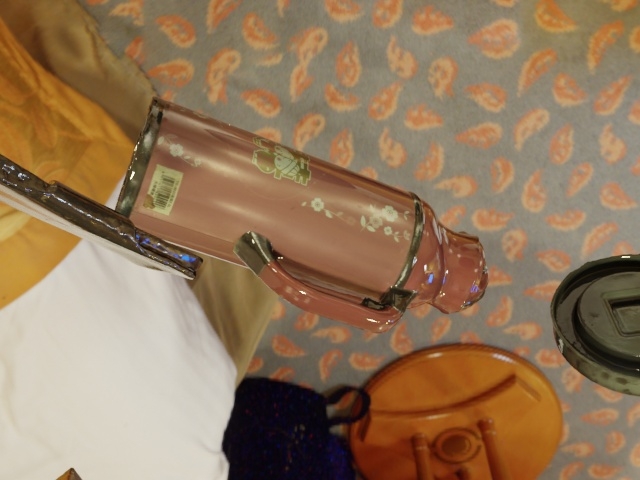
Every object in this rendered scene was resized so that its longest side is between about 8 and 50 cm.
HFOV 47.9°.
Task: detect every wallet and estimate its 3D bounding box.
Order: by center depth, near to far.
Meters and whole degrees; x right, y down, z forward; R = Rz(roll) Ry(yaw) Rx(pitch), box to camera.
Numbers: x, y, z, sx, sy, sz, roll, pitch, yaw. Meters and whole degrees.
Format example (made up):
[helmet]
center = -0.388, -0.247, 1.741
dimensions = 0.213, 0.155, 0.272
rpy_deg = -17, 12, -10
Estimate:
[wallet]
center = -0.127, -0.016, 0.338
dimensions = 0.156, 0.082, 0.018
rpy_deg = 32, 74, -47

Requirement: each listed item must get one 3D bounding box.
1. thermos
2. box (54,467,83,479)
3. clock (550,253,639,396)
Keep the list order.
[thermos]
center = 0.003, -0.008, 0.604
dimensions = 0.330, 0.136, 0.110
rpy_deg = 19, 102, -17
[box]
center = -0.187, 0.381, 0.579
dimensions = 0.115, 0.415, 0.264
rpy_deg = -35, 100, -9
[clock]
center = 0.603, 0.153, 1.363
dimensions = 0.324, 0.325, 0.067
rpy_deg = -9, 129, 6
